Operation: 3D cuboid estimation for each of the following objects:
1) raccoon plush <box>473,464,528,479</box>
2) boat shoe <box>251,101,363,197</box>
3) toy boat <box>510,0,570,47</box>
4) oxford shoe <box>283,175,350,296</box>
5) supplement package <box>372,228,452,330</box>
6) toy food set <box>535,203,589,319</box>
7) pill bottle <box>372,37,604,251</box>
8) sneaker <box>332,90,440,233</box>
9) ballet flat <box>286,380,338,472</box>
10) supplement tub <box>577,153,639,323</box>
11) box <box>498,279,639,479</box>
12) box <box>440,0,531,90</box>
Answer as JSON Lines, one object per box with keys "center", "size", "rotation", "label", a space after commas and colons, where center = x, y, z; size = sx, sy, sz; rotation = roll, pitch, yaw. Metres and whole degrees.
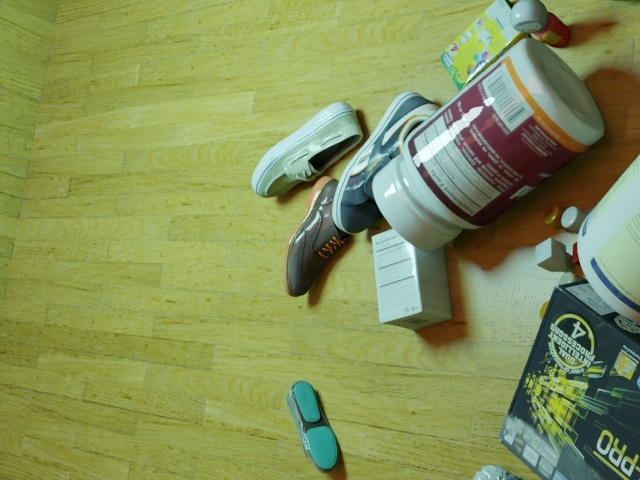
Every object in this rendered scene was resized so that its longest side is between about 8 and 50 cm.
{"center": [0.305, 0.543, 1.650], "size": [0.446, 0.299, 0.216], "rotation": [35, 103, 44], "label": "raccoon plush"}
{"center": [-0.034, -0.182, 2.317], "size": [0.302, 0.109, 0.094], "rotation": [-41, 55, 25], "label": "boat shoe"}
{"center": [0.477, -0.487, 1.879], "size": [0.318, 0.148, 0.267], "rotation": [-52, 49, 20], "label": "toy boat"}
{"center": [0.000, 0.000, 2.243], "size": [0.098, 0.097, 0.272], "rotation": [22, 94, 39], "label": "oxford shoe"}
{"center": [0.177, 0.072, 2.041], "size": [0.105, 0.105, 0.179], "rotation": [-21, 64, 39], "label": "supplement package"}
{"center": [0.449, 0.043, 1.818], "size": [0.111, 0.104, 0.232], "rotation": [-38, 36, 46], "label": "toy food set"}
{"center": [0.295, -0.161, 1.910], "size": [0.392, 0.224, 0.224], "rotation": [-39, 54, 30], "label": "pill bottle"}
{"center": [0.141, -0.142, 2.121], "size": [0.127, 0.126, 0.321], "rotation": [40, 105, 48], "label": "sneaker"}
{"center": [-0.017, 0.393, 2.178], "size": [0.068, 0.072, 0.213], "rotation": [115, 143, -49], "label": "ballet flat"}
{"center": [0.553, -0.042, 1.548], "size": [0.325, 0.235, 0.235], "rotation": [118, 141, -50], "label": "supplement tub"}
{"center": [0.480, 0.294, 1.636], "size": [0.395, 0.097, 0.318], "rotation": [42, 129, 42], "label": "box"}
{"center": [0.323, -0.382, 2.073], "size": [0.179, 0.043, 0.105], "rotation": [-41, 54, 26], "label": "box"}
